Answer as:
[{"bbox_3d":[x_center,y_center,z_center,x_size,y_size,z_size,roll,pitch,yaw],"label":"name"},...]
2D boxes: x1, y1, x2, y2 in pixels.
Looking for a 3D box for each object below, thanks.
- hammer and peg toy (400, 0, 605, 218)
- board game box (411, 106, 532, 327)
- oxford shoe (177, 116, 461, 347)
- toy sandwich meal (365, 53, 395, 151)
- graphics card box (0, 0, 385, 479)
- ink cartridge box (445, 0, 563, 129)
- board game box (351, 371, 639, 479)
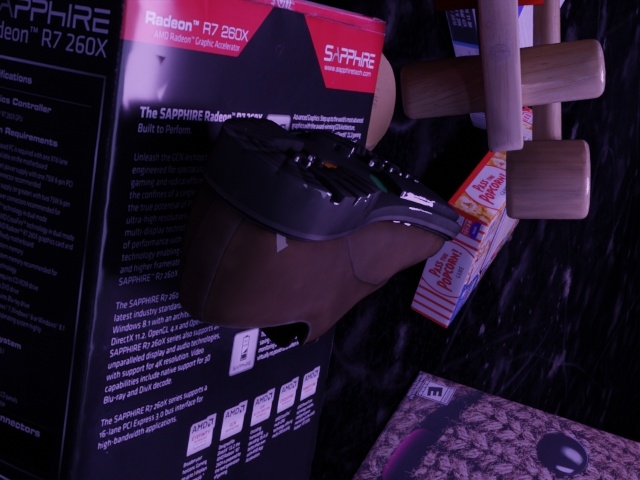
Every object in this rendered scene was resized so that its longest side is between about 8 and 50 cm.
[{"bbox_3d":[0.109,-0.194,0.618,0.361,0.127,0.266,75,14,-45],"label":"hammer and peg toy"},{"bbox_3d":[0.167,-0.025,0.928,0.193,0.045,0.147,-46,159,-43],"label":"board game box"},{"bbox_3d":[0.000,0.000,0.452,0.227,0.083,0.096,-1,122,-61],"label":"oxford shoe"},{"bbox_3d":[0.028,-0.103,0.691,0.085,0.029,0.086,-26,122,-53],"label":"toy sandwich meal"},{"bbox_3d":[-0.079,0.052,0.494,0.233,0.094,0.371,-12,113,-60],"label":"graphics card box"},{"bbox_3d":[0.186,-0.248,0.892,0.208,0.045,0.206,-62,151,-21],"label":"ink cartridge box"},{"bbox_3d":[0.181,0.291,0.887,0.232,0.291,0.141,-51,145,-39],"label":"board game box"}]
